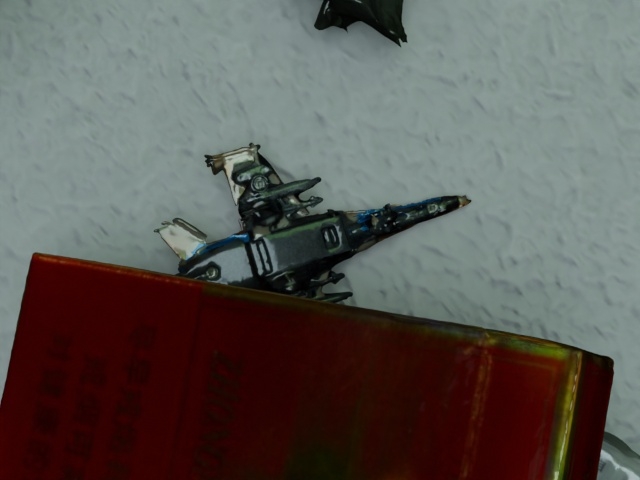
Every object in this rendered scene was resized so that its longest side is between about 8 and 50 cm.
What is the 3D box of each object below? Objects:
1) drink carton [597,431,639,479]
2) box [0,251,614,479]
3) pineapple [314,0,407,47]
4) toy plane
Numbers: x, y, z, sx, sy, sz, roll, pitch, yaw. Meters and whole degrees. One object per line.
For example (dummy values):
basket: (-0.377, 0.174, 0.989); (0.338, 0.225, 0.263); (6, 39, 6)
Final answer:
drink carton: (0.102, 0.203, 0.737); (0.101, 0.134, 0.222); (27, 91, 4)
box: (-0.022, 0.128, 0.671); (0.313, 0.089, 0.197); (9, 84, 26)
pineapple: (0.057, -0.227, 0.750); (0.119, 0.111, 0.237); (28, 98, 31)
toy plane: (0.001, 0.000, 0.771); (0.188, 0.062, 0.135); (-15, 89, 2)
